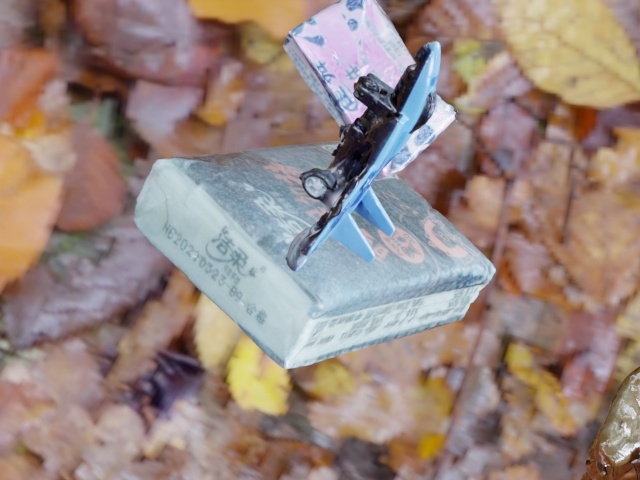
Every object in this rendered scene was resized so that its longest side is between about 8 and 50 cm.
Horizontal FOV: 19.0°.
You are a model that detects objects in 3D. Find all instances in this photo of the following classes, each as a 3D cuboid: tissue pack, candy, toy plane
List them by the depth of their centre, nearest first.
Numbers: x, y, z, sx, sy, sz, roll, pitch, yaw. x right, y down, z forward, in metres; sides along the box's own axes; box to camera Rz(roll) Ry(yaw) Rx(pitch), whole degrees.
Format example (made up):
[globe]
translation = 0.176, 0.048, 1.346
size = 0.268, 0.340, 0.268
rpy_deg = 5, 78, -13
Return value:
[toy plane]
translation = 0.041, -0.078, 1.533
size = 0.078, 0.246, 0.169
rpy_deg = 29, 48, 10
[candy]
translation = 0.046, -0.143, 1.732
size = 0.092, 0.073, 0.160
rpy_deg = -36, 96, -8
[tissue pack]
translation = 0.000, 0.000, 1.858
size = 0.315, 0.228, 0.103
rpy_deg = -10, 136, -54

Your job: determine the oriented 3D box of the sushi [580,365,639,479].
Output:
[sushi]
translation = 0.234, 0.231, 1.204
size = 0.181, 0.196, 0.343
rpy_deg = 12, 114, 15
